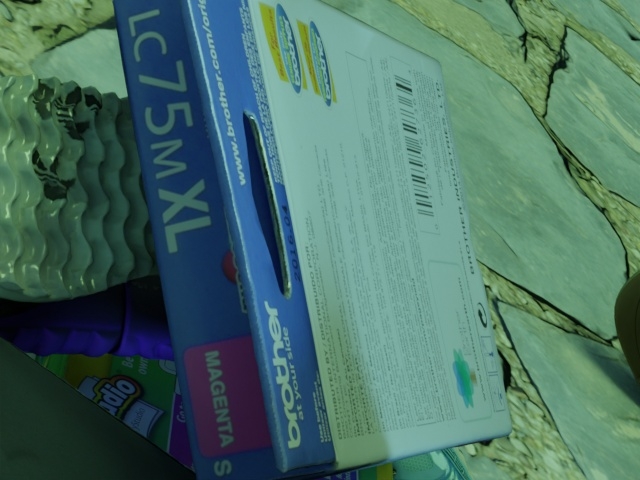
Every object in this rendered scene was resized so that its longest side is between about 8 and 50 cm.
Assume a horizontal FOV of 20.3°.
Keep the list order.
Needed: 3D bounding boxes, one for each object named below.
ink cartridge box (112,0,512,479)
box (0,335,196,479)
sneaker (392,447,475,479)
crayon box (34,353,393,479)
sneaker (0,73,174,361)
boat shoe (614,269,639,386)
[{"bbox_3d":[0.000,0.000,0.717,0.311,0.065,0.186,10,68,-72],"label":"ink cartridge box"},{"bbox_3d":[-0.121,0.134,0.632,0.156,0.158,0.093,36,25,-10],"label":"box"},{"bbox_3d":[0.060,0.152,0.979,0.162,0.063,0.073,39,28,-5],"label":"sneaker"},{"bbox_3d":[-0.055,0.095,0.844,0.165,0.081,0.278,21,29,-12],"label":"crayon box"},{"bbox_3d":[-0.109,0.002,0.756,0.293,0.146,0.102,19,61,-58],"label":"sneaker"},{"bbox_3d":[0.331,0.121,1.388,0.285,0.104,0.089,47,19,-13],"label":"boat shoe"}]
